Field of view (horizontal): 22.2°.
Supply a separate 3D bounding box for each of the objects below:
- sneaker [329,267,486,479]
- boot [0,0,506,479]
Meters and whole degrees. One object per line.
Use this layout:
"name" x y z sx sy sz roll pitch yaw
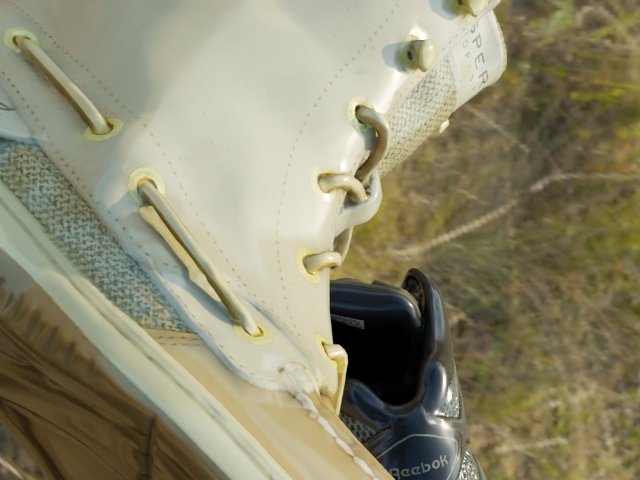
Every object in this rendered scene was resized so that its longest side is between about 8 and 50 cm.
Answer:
"sneaker" 0.022 0.059 0.808 0.087 0.227 0.130 -13 108 -5
"boot" 0.000 0.000 0.473 0.203 0.262 0.095 -37 160 -32
